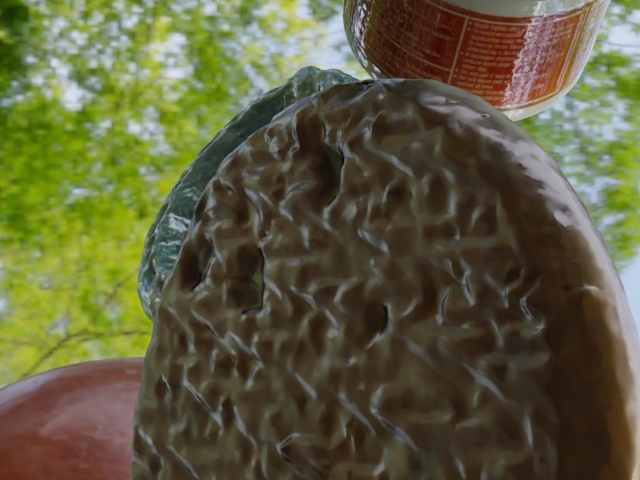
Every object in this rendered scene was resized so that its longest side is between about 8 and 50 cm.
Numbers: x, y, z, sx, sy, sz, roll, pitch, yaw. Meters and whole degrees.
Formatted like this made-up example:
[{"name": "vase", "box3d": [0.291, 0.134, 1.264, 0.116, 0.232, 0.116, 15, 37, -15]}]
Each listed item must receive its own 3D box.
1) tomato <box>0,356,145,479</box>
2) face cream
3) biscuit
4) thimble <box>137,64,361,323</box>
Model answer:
[{"name": "tomato", "box3d": [-0.074, 0.226, 0.736, 0.341, 0.273, 0.341, 25, -42, 25]}, {"name": "face cream", "box3d": [0.125, -0.216, 1.162, 0.201, 0.201, 0.187, 46, -29, 23]}, {"name": "biscuit", "box3d": [0.008, 0.059, 0.387, 0.212, 0.036, 0.212, -17, -110, 55]}, {"name": "thimble", "box3d": [0.000, 0.000, 0.969, 0.198, 0.235, 0.143, -19, -54, 38]}]
